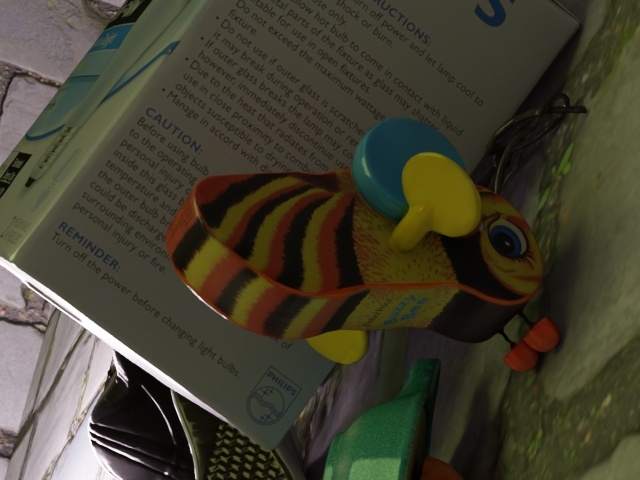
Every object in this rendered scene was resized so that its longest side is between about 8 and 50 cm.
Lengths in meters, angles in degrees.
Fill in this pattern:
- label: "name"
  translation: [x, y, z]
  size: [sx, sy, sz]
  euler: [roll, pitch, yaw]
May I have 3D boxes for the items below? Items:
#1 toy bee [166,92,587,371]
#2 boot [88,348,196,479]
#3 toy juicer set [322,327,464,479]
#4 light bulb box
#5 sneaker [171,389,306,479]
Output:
- label: "toy bee"
  translation: [0.069, 0.006, 1.171]
  size: [0.162, 0.298, 0.195]
  euler: [61, 165, 20]
- label: "boot"
  translation: [-0.117, 0.062, 1.950]
  size: [0.377, 0.138, 0.284]
  euler: [98, -168, -50]
- label: "toy juicer set"
  translation: [0.047, 0.189, 1.244]
  size: [0.329, 0.089, 0.209]
  euler: [-67, -17, -58]
- label: "light bulb box"
  translation: [-0.056, -0.077, 1.436]
  size: [0.361, 0.225, 0.358]
  euler: [-54, 16, -7]
- label: "sneaker"
  translation: [-0.043, 0.215, 1.580]
  size: [0.106, 0.123, 0.290]
  euler: [-22, 48, 12]
